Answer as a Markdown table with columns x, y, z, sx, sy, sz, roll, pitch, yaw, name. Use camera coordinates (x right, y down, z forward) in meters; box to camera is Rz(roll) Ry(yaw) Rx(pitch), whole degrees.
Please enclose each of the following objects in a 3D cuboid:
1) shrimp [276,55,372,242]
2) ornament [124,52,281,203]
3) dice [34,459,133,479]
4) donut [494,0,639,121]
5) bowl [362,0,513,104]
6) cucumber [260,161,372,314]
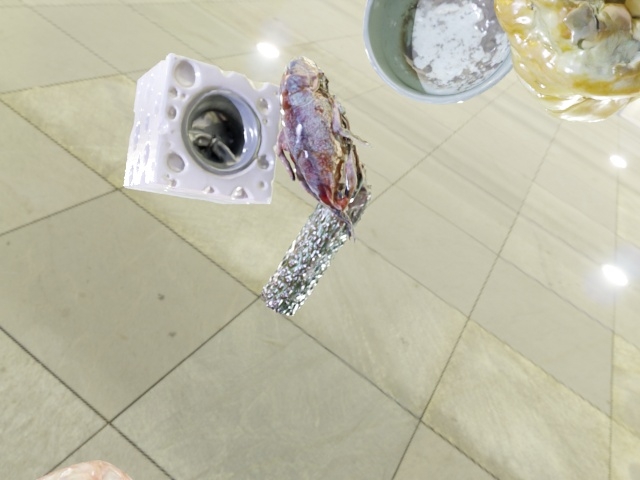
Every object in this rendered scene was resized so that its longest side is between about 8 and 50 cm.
| x | y | z | sx | sy | sz | roll | pitch | yaw | name |
| --- | --- | --- | --- | --- | --- | --- | --- | --- | --- |
| 0.004 | -0.087 | 0.537 | 0.073 | 0.074 | 0.190 | -29 | 99 | -45 | shrimp |
| -0.243 | -0.209 | 1.102 | 0.239 | 0.239 | 0.239 | 8 | -1 | -33 | ornament |
| -0.152 | 0.191 | 0.306 | 0.093 | 0.091 | 0.094 | 55 | 3 | 18 | dice |
| 0.421 | -0.352 | 0.762 | 0.360 | 0.360 | 0.170 | 22 | 4 | -9 | donut |
| 0.229 | -0.375 | 0.968 | 0.289 | 0.289 | 0.146 | 37 | 9 | 13 | bowl |
| 0.000 | 0.000 | 1.043 | 0.096 | 0.359 | 0.096 | 24 | 33 | -17 | cucumber |
